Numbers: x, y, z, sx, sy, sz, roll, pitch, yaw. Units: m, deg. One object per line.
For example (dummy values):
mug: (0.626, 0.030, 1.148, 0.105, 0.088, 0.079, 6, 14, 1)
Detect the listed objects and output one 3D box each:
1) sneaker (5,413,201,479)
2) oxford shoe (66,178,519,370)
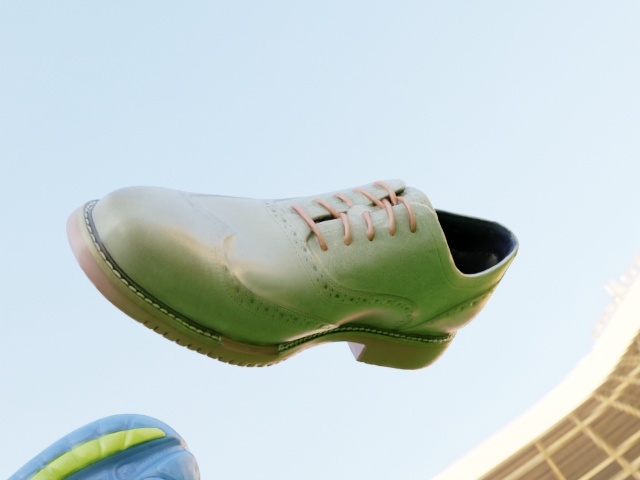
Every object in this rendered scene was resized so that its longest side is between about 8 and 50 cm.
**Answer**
sneaker: (-0.125, 0.127, 0.343, 0.188, 0.067, 0.078, -25, -30, -18)
oxford shoe: (0.000, 0.000, 0.740, 0.397, 0.140, 0.146, 9, -48, -50)
